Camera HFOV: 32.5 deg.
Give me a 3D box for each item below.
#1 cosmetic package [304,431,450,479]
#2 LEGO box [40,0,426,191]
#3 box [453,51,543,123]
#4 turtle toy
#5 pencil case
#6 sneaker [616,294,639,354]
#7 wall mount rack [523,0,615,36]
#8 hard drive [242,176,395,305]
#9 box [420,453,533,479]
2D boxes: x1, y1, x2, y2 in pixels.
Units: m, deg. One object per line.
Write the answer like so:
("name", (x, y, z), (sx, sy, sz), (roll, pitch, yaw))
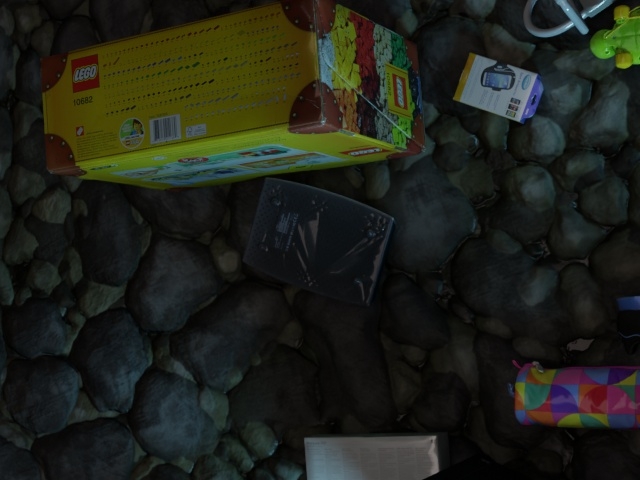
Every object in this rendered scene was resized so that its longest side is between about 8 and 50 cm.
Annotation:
("cosmetic package", (0.093, 0.366, 1.805), (0.239, 0.060, 0.099), (-5, 88, 27))
("LEGO box", (-0.134, -0.216, 1.769), (0.500, 0.372, 0.193), (-7, 85, 26))
("box", (0.287, -0.240, 1.748), (0.136, 0.028, 0.081), (23, 99, 23))
("turtle toy", (0.465, -0.300, 1.636), (0.130, 0.066, 0.095), (-2, 87, 28))
("pencil case", (0.400, 0.231, 1.634), (0.236, 0.104, 0.104), (0, 88, 26))
("sneaker", (0.543, 0.116, 1.579), (0.232, 0.081, 0.090), (-7, 88, 34))
("wall mount rack", (0.412, -0.481, 1.641), (0.350, 0.130, 0.304), (-34, 48, 21))
("hard drive", (0.000, 0.000, 1.870), (0.254, 0.054, 0.172), (18, 97, 26))
("box", (0.277, 0.467, 1.550), (0.312, 0.343, 0.179), (22, 99, 27))
